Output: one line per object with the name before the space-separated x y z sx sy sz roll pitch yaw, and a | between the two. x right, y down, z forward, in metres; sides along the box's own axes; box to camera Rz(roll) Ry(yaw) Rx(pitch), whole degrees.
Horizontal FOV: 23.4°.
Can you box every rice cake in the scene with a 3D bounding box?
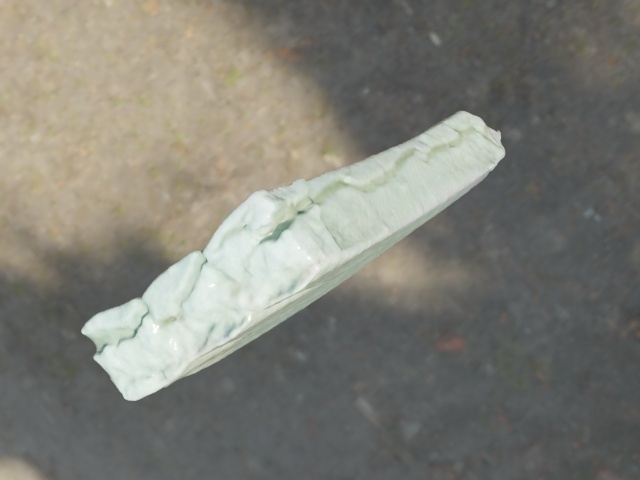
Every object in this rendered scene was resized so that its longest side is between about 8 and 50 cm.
rice cake | 0.000 0.000 0.635 0.124 0.211 0.038 -36 86 34
